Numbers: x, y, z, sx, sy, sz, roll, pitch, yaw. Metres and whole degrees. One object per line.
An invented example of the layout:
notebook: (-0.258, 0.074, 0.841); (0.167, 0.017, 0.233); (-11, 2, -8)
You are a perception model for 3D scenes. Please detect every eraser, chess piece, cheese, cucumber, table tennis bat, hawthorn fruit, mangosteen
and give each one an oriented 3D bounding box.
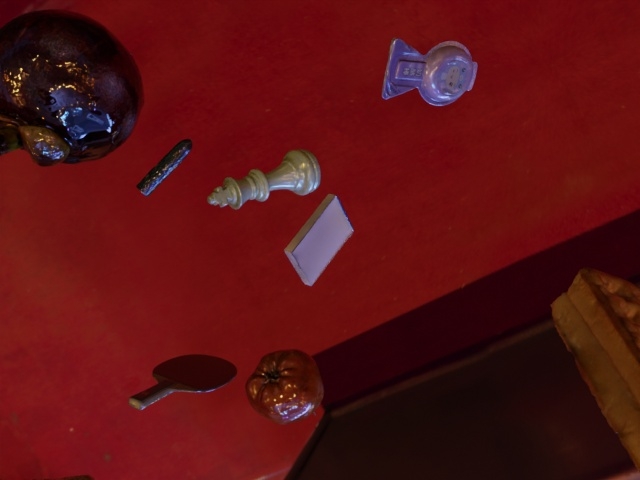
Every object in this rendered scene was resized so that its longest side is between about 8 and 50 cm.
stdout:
eraser: (0.000, 0.000, 1.350); (0.023, 0.150, 0.103); (18, 150, 38)
chess piece: (-0.072, -0.070, 0.870); (0.059, 0.149, 0.059); (27, 126, 44)
cheese: (0.179, -0.267, 1.144); (0.042, 0.191, 0.105); (37, 125, 50)
cucumber: (-0.282, -0.137, 1.315); (0.032, 0.032, 0.133); (44, 92, 4)
table tennis bat: (-0.277, 0.277, 1.427); (0.154, 0.274, 0.021); (13, 104, 25)
hawthorn fruit: (-0.052, 0.236, 1.165); (0.125, 0.140, 0.125); (-2, 86, 33)
mangosteen: (-0.465, -0.259, 1.293); (0.297, 0.297, 0.293); (-19, 65, 21)

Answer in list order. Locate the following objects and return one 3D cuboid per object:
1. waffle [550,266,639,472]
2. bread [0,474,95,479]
waffle: (0.400, 0.171, 0.796); (0.213, 0.308, 0.091); (21, 120, -20)
bread: (-0.497, 0.563, 1.150); (0.398, 0.215, 0.397); (-22, 55, 35)
